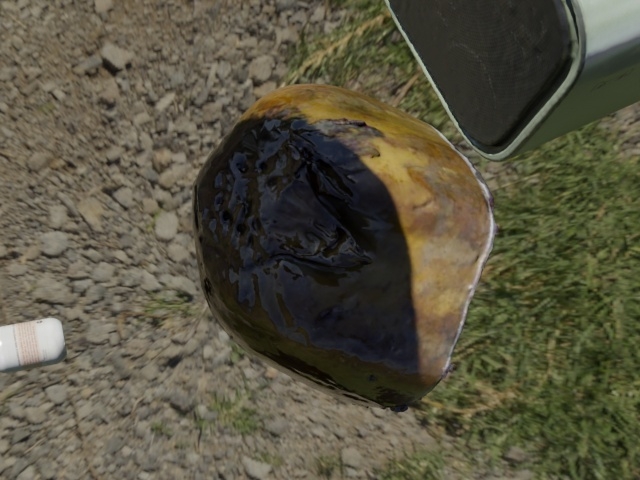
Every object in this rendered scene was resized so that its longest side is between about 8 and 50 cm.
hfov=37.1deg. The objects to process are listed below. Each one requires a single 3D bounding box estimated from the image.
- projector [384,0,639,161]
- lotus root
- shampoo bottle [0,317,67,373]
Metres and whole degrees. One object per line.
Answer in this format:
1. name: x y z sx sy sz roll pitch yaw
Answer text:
1. projector: 0.220 -0.243 0.811 0.249 0.248 0.248 -24 77 -16
2. lotus root: 0.000 0.000 0.789 0.192 0.272 0.272 19 83 -42
3. shampoo bottle: -0.487 0.169 1.455 0.192 0.074 0.074 -11 87 -16
